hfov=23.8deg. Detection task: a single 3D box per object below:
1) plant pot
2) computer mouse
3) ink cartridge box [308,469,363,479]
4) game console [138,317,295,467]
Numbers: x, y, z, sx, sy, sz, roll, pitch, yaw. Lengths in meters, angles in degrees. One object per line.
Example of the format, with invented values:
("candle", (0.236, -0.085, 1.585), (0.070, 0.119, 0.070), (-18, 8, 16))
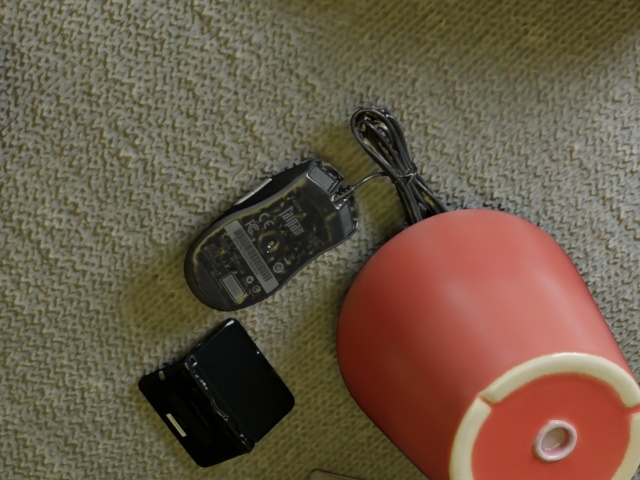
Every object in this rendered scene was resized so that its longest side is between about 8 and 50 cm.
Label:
("plant pot", (0.176, 0.137, 1.458), (0.275, 0.243, 0.275), (-6, 115, -14))
("computer mouse", (0.000, 0.000, 1.521), (0.262, 0.060, 0.184), (-38, 112, -1))
("ink cartridge box", (0.027, 0.363, 1.527), (0.100, 0.237, 0.172), (14, 103, -11))
("game console", (-0.107, 0.159, 1.570), (0.107, 0.071, 0.122), (-25, 109, 31))
